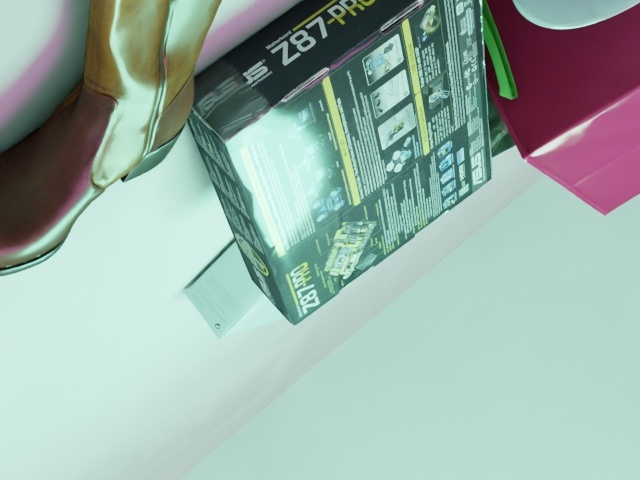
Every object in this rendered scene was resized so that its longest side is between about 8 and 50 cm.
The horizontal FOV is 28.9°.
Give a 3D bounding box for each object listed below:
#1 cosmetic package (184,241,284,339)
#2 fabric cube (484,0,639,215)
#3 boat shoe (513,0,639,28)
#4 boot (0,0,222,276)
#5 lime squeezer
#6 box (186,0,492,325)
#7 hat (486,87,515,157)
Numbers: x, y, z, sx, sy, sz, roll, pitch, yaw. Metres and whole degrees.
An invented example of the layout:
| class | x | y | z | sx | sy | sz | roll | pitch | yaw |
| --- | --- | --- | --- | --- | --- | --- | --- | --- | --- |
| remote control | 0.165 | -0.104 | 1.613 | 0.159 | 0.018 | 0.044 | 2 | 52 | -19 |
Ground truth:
| class | x | y | z | sx | sy | sz | roll | pitch | yaw |
| --- | --- | --- | --- | --- | --- | --- | --- | --- | --- |
| cosmetic package | 0.000 | 0.000 | 1.876 | 0.284 | 0.097 | 0.377 | -42 | 168 | 21 |
| fabric cube | 0.346 | -0.222 | 1.449 | 0.258 | 0.254 | 0.259 | -34 | 150 | 22 |
| boat shoe | 0.332 | -0.364 | 1.242 | 0.367 | 0.136 | 0.156 | -47 | -169 | 16 |
| boot | -0.173 | -0.110 | 0.953 | 0.264 | 0.096 | 0.280 | -31 | 164 | -35 |
| lime squeezer | 0.182 | -0.311 | 1.306 | 0.059 | 0.110 | 0.310 | -11 | 122 | -33 |
| box | 0.038 | -0.109 | 1.346 | 0.318 | 0.097 | 0.395 | -39 | 151 | -12 |
| hat | 0.202 | -0.167 | 1.724 | 0.331 | 0.134 | 0.331 | -27 | 163 | -9 |
